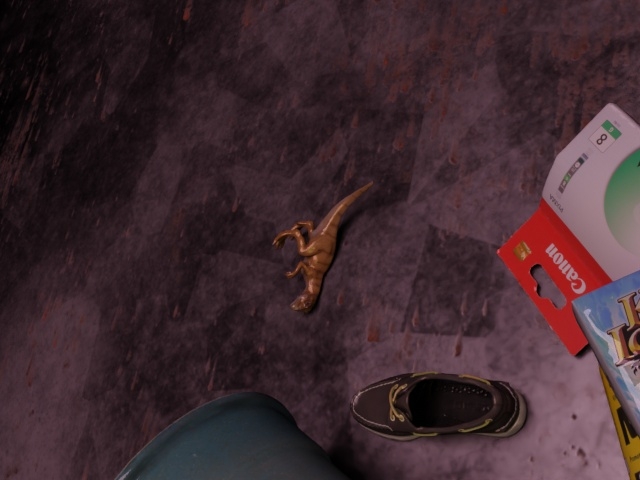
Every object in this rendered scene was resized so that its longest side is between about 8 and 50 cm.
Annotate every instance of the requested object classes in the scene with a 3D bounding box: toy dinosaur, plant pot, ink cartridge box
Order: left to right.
[{"bbox_3d":[-0.021,0.383,0.810,0.334,0.341,0.341,24,85,35],"label":"plant pot"},{"bbox_3d":[0.000,0.000,1.150,0.112,0.064,0.211,23,94,25],"label":"toy dinosaur"},{"bbox_3d":[0.300,-0.014,0.876,0.225,0.056,0.181,-48,43,21],"label":"ink cartridge box"}]

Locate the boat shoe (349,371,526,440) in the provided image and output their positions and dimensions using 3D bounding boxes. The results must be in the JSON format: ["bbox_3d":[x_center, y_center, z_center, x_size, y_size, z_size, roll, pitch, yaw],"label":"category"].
[{"bbox_3d":[0.123,0.192,0.937,0.227,0.068,0.081,-9,63,36],"label":"boat shoe"}]

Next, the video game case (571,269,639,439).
[{"bbox_3d":[0.385,0.102,0.645,0.269,0.061,0.244,-27,55,10],"label":"video game case"}]

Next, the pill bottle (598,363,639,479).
[{"bbox_3d":[0.335,0.150,0.752,0.119,0.119,0.208,-25,55,28],"label":"pill bottle"}]
